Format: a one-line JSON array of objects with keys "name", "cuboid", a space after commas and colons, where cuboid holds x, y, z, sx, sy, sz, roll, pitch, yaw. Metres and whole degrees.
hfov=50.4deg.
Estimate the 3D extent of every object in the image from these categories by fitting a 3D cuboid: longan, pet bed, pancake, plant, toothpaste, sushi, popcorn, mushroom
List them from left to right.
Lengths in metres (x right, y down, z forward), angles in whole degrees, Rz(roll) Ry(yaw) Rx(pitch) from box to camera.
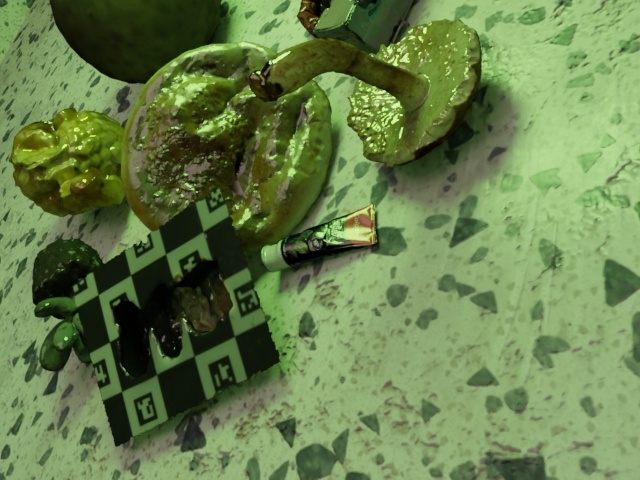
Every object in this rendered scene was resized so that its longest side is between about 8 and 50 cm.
[{"name": "plant", "cuboid": [-0.489, 0.122, 1.340, 0.146, 0.149, 0.275, -40, 45, 17]}, {"name": "popcorn", "cuboid": [-0.545, -0.168, 1.545, 0.265, 0.225, 0.332, -45, 48, -17]}, {"name": "longan", "cuboid": [-0.421, -0.564, 1.563, 0.391, 0.391, 0.391, -24, 49, 31]}, {"name": "sushi", "cuboid": [-0.221, 0.129, 1.117, 0.373, 0.100, 0.296, -31, 70, 26]}, {"name": "pancake", "cuboid": [-0.162, -0.156, 1.145, 0.386, 0.082, 0.387, -1, 83, 7]}, {"name": "toothpaste", "cuboid": [0.000, 0.000, 1.038, 0.193, 0.045, 0.071, -18, 52, 28]}, {"name": "pet bed", "cuboid": [0.038, -0.479, 1.318, 0.201, 0.053, 0.201, -22, 55, 35]}, {"name": "mushroom", "cuboid": [0.094, -0.217, 0.923, 0.208, 0.301, 0.233, 45, 113, 16]}]

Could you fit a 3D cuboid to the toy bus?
[{"name": "toy bus", "cuboid": [0.109, -0.462, 1.179, 0.112, 0.138, 0.317, 13, 74, 53]}]
